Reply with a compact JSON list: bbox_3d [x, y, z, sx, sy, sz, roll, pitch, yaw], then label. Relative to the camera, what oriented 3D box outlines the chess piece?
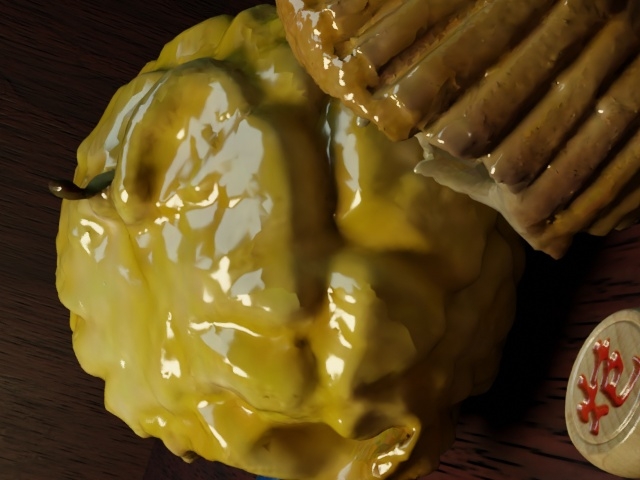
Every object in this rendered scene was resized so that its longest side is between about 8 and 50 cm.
[{"bbox_3d":[0.156,0.074,0.463,0.083,0.038,0.084,-162,90,-80],"label":"chess piece"}]

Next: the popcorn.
[{"bbox_3d":[0.000,0.000,0.679,0.349,0.381,0.349,11,106,41],"label":"popcorn"}]

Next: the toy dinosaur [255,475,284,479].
[{"bbox_3d":[-0.012,0.177,0.798,0.248,0.075,0.188,-57,-18,-10],"label":"toy dinosaur"}]

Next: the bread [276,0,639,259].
[{"bbox_3d":[0.105,-0.136,0.494,0.149,0.274,0.274,-45,27,46],"label":"bread"}]
